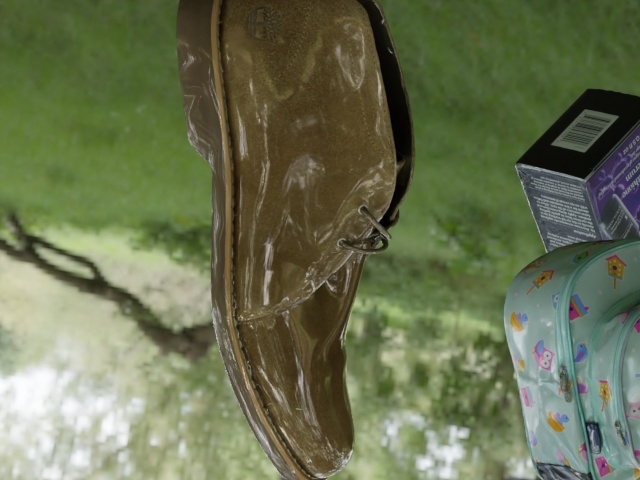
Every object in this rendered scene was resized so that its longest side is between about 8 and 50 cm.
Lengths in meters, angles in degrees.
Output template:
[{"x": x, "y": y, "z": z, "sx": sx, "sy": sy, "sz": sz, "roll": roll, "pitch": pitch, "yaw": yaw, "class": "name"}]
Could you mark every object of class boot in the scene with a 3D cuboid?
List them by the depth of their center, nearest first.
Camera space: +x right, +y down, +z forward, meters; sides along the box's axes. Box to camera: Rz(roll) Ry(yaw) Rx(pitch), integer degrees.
[{"x": 0.000, "y": 0.000, "z": 0.775, "sx": 0.115, "sy": 0.305, "sz": 0.112, "roll": -5, "pitch": -167, "yaw": 14, "class": "boot"}]

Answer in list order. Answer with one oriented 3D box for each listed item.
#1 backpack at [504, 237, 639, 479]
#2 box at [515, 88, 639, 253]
[{"x": 0.238, "y": 0.090, "z": 1.063, "sx": 0.166, "sy": 0.188, "sz": 0.144, "roll": -18, "pitch": 180, "yaw": -29, "class": "backpack"}, {"x": 0.340, "y": -0.050, "z": 1.589, "sx": 0.108, "sy": 0.153, "sz": 0.207, "roll": 19, "pitch": 146, "yaw": 46, "class": "box"}]
